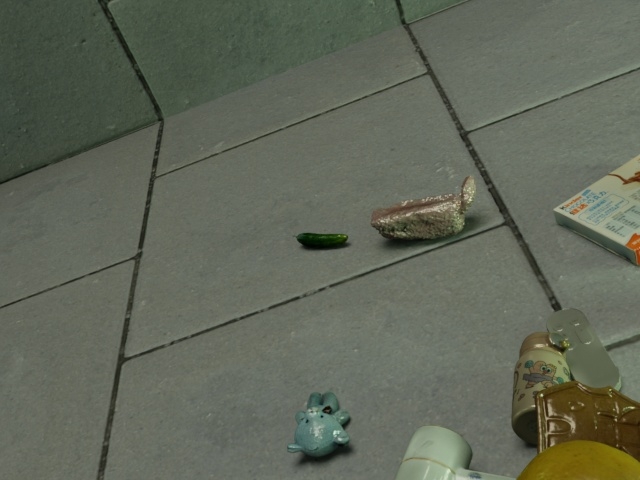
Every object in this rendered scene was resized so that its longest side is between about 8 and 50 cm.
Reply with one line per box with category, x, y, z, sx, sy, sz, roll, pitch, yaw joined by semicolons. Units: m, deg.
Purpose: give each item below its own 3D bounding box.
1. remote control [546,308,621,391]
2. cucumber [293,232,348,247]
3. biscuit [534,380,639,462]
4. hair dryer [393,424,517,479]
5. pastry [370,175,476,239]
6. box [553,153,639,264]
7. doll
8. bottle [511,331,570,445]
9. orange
remote control;0.477;0.203;1.649;0.077;0.022;0.245;-22;30;7
cucumber;0.000;0.000;2.290;0.168;0.039;0.039;0;38;32
biscuit;0.444;0.304;1.414;0.215;0.034;0.182;6;52;2
hair dryer;0.285;0.402;1.412;0.357;0.107;0.173;2;41;28
pastry;0.254;-0.057;2.138;0.265;0.112;0.103;-18;22;24
box;0.682;-0.077;1.919;0.273;0.048;0.265;-31;31;-10
doll;-0.003;0.335;1.723;0.120;0.075;0.179;-14;32;11
bottle;0.386;0.242;1.565;0.110;0.097;0.209;-53;12;38
orange;0.347;0.404;1.174;0.235;0.279;0.279;-22;30;5
